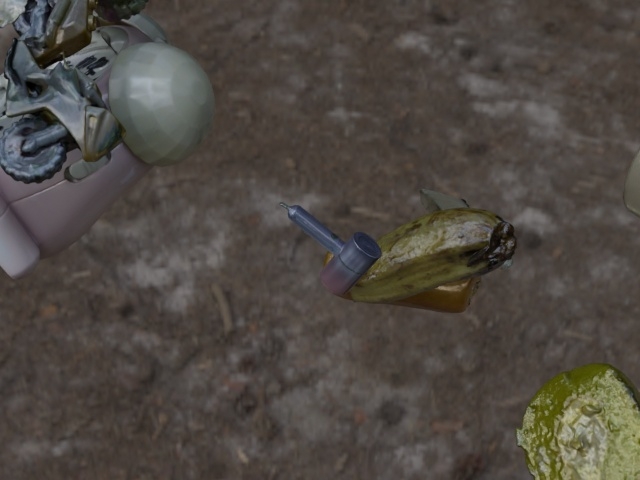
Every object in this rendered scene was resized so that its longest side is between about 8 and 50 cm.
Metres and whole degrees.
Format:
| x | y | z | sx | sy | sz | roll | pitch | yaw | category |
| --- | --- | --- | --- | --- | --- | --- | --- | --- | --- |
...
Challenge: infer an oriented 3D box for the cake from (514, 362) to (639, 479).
| x | y | z | sx | sy | sz | roll | pitch | yaw | category |
| --- | --- | --- | --- | --- | --- | --- | --- | --- | --- |
| 0.376 | 0.299 | 1.713 | 0.179 | 0.156 | 0.261 | -31 | 63 | 12 | cake |

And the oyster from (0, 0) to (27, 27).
| x | y | z | sx | sy | sz | roll | pitch | yaw | category |
| --- | --- | --- | --- | --- | --- | --- | --- | --- | --- |
| -0.333 | -0.254 | 1.194 | 0.146 | 0.045 | 0.122 | -18 | 89 | -19 | oyster |

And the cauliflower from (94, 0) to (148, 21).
| x | y | z | sx | sy | sz | roll | pitch | yaw | category |
| --- | --- | --- | --- | --- | --- | --- | --- | --- | --- |
| -0.248 | -0.401 | 1.452 | 0.256 | 0.239 | 0.315 | 45 | 77 | -9 | cauliflower |

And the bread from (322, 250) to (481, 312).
| x | y | z | sx | sy | sz | roll | pitch | yaw | category |
| --- | --- | --- | --- | --- | --- | --- | --- | --- | --- |
| 0.121 | 0.064 | 1.943 | 0.239 | 0.092 | 0.074 | 8 | 68 | 10 | bread |

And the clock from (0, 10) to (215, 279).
| x | y | z | sx | sy | sz | roll | pitch | yaw | category |
| --- | --- | --- | --- | --- | --- | --- | --- | --- | --- |
| -0.298 | -0.138 | 1.560 | 0.325 | 0.184 | 0.342 | -39 | 35 | -3 | clock |

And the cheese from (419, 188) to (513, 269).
| x | y | z | sx | sy | sz | roll | pitch | yaw | category |
| --- | --- | --- | --- | --- | --- | --- | --- | --- | --- |
| 0.214 | -0.024 | 1.965 | 0.085 | 0.034 | 0.400 | 16 | 11 | -8 | cheese |

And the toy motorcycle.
| x | y | z | sx | sy | sz | roll | pitch | yaw | category |
| --- | --- | --- | --- | --- | --- | --- | --- | --- | --- |
| -0.263 | -0.164 | 1.331 | 0.129 | 0.094 | 0.229 | -3 | 68 | 6 | toy motorcycle |

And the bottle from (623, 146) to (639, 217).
| x | y | z | sx | sy | sz | roll | pitch | yaw | category |
| --- | --- | --- | --- | --- | --- | --- | --- | --- | --- |
| 0.348 | -0.018 | 0.987 | 0.209 | 0.097 | 0.110 | 34 | 39 | 29 | bottle |

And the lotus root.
| x | y | z | sx | sy | sz | roll | pitch | yaw | category |
| --- | --- | --- | --- | --- | --- | --- | --- | --- | --- |
| 0.141 | 0.017 | 1.725 | 0.258 | 0.110 | 0.097 | -18 | 43 | 22 | lotus root |

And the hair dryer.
| x | y | z | sx | sy | sz | roll | pitch | yaw | category |
| --- | --- | --- | --- | --- | --- | --- | --- | --- | --- |
| 0.000 | 0.000 | 1.309 | 0.114 | 0.063 | 0.037 | 40 | 27 | -5 | hair dryer |
